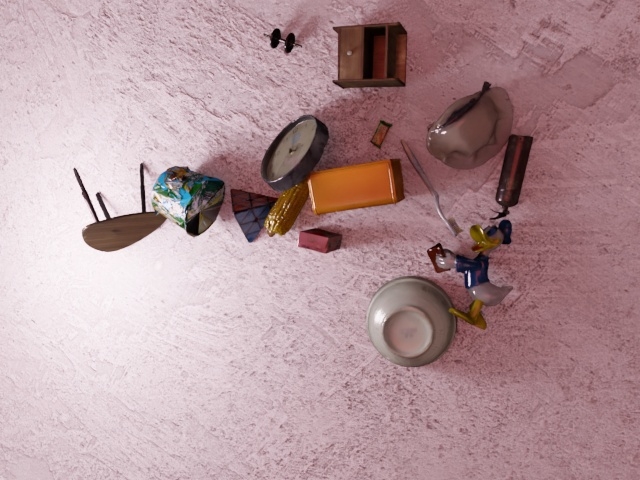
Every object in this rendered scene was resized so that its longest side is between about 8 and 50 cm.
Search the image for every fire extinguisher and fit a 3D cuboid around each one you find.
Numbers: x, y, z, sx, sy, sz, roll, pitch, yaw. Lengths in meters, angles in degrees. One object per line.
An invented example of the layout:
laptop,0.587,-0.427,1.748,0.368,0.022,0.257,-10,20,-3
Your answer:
fire extinguisher,0.581,-0.191,1.728,0.089,0.072,0.268,5,101,-26

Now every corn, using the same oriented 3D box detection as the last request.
corn,-0.108,-0.123,1.952,0.097,0.097,0.262,36,101,11

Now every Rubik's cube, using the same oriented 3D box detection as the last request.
Rubik's cube,-0.226,-0.070,2.016,0.190,0.211,0.178,-2,120,-6

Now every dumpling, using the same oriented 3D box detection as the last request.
dumpling,0.465,-0.342,1.712,0.292,0.163,0.205,-33,81,7

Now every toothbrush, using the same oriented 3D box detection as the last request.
toothbrush,0.343,-0.174,1.786,0.037,0.028,0.376,-29,70,3

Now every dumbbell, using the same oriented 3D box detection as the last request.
dumbbell,-0.129,-0.679,1.905,0.147,0.069,0.070,22,102,15

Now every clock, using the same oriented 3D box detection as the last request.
clock,-0.090,-0.292,1.849,0.055,0.281,0.280,35,111,-33

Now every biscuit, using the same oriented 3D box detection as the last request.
biscuit,0.199,-0.354,1.866,0.046,0.016,0.089,29,104,12

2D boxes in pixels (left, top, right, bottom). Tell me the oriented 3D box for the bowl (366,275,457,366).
bowl,0.291,0.279,1.841,0.306,0.163,0.308,2,97,14

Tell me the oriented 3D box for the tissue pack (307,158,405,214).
tissue pack,0.121,-0.176,1.823,0.274,0.194,0.146,-6,99,19

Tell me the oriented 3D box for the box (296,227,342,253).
box,0.000,0.000,1.899,0.111,0.156,0.060,15,102,18

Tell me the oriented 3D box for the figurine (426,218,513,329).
figurine,0.484,0.071,1.775,0.283,0.204,0.338,34,93,18

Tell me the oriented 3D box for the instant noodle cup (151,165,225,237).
instant noodle cup,-0.478,-0.152,2.001,0.178,0.240,0.240,27,104,16

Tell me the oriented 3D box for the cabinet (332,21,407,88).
cabinet,0.154,-0.583,1.785,0.214,0.148,0.175,3,97,18

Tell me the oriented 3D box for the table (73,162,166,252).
table,-0.784,-0.130,2.111,0.317,0.317,0.249,-29,75,19
